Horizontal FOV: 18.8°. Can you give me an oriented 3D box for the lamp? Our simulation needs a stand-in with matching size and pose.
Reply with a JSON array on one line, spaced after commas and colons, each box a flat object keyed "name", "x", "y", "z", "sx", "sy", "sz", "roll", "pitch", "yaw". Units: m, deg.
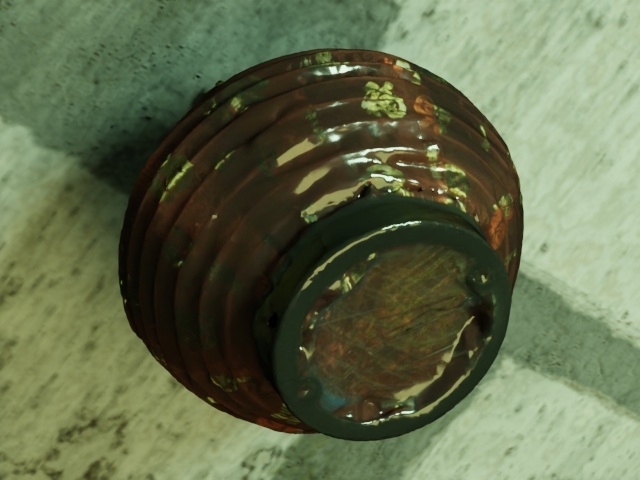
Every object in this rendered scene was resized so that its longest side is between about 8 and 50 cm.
[{"name": "lamp", "x": 0.000, "y": 0.000, "z": 1.109, "sx": 0.247, "sy": 0.247, "sz": 0.247, "roll": -15, "pitch": 127, "yaw": -21}]
